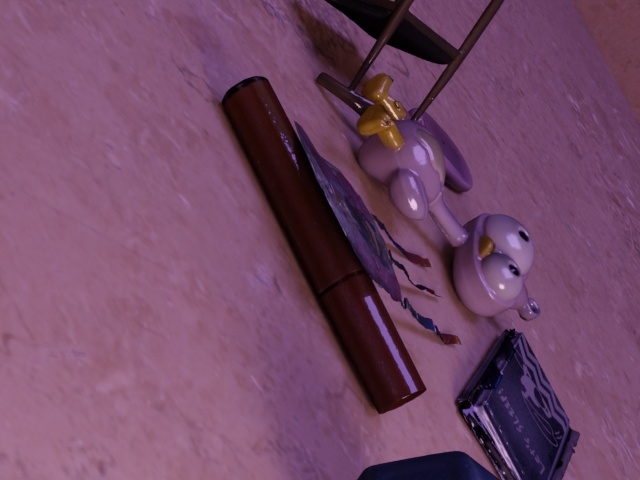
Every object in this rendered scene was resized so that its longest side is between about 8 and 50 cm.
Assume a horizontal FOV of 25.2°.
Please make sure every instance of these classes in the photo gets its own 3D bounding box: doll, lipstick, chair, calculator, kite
[{"bbox_3d":[0.154,-0.032,1.712,0.365,0.094,0.160,47,28,-23],"label":"doll"},{"bbox_3d":[0.000,0.000,1.399,0.057,0.057,0.356,3,58,-63],"label":"lipstick"},{"bbox_3d":[0.090,-0.275,1.783,0.166,0.272,0.188,28,0,38],"label":"chair"},{"bbox_3d":[0.235,0.207,1.655,0.165,0.028,0.274,60,24,-3],"label":"calculator"},{"bbox_3d":[0.156,-0.126,1.923,0.166,0.024,0.103,39,29,-40],"label":"calculator"},{"bbox_3d":[0.068,0.014,1.506,0.360,0.022,0.204,43,20,-55],"label":"kite"}]

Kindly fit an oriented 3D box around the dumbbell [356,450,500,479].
[{"bbox_3d":[0.099,0.321,1.073,0.144,0.160,0.324,14,42,-20],"label":"dumbbell"}]
